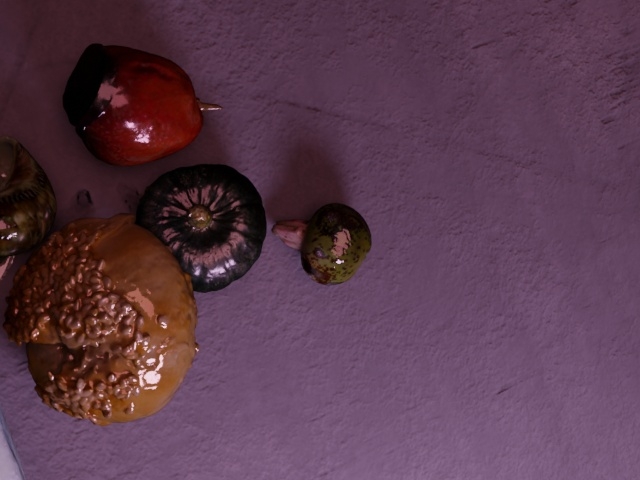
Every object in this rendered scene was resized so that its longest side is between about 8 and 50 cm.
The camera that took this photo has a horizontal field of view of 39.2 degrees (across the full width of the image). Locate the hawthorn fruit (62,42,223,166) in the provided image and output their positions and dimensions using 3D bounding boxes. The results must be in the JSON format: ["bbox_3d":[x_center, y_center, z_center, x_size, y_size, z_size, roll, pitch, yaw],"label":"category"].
[{"bbox_3d":[-0.274,-0.214,1.401,0.251,0.189,0.190,-9,89,-32],"label":"hawthorn fruit"}]

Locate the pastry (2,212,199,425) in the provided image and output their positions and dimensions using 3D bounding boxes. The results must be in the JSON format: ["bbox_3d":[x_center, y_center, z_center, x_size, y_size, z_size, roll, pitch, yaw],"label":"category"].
[{"bbox_3d":[-0.327,0.122,1.309,0.284,0.184,0.316,-1,98,19],"label":"pastry"}]

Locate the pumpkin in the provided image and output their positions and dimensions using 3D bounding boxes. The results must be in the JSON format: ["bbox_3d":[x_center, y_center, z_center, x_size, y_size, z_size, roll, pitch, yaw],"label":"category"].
[{"bbox_3d":[-0.188,-0.024,1.423,0.211,0.152,0.212,4,79,-19],"label":"pumpkin"}]

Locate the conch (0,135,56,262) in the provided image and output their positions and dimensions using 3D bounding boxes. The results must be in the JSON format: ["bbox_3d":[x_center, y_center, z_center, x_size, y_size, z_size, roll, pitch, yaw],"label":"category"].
[{"bbox_3d":[-0.483,-0.045,1.342,0.181,0.187,0.124,-41,138,-15],"label":"conch"}]

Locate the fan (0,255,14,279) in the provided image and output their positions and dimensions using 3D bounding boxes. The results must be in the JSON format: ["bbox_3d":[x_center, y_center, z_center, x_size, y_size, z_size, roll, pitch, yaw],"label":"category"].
[{"bbox_3d":[-0.575,0.073,1.369,0.190,0.009,0.329,9,84,-18],"label":"fan"}]

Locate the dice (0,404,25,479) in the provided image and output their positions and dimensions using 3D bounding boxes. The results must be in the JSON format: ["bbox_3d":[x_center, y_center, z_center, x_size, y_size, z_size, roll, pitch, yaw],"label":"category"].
[{"bbox_3d":[-0.545,0.292,1.189,0.262,0.268,0.265,-18,60,-21],"label":"dice"}]

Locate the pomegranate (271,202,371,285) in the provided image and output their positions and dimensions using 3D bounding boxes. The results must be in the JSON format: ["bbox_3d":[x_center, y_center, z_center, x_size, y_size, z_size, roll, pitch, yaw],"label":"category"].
[{"bbox_3d":[0.008,0.001,1.516,0.125,0.163,0.138,5,102,-55],"label":"pomegranate"}]
